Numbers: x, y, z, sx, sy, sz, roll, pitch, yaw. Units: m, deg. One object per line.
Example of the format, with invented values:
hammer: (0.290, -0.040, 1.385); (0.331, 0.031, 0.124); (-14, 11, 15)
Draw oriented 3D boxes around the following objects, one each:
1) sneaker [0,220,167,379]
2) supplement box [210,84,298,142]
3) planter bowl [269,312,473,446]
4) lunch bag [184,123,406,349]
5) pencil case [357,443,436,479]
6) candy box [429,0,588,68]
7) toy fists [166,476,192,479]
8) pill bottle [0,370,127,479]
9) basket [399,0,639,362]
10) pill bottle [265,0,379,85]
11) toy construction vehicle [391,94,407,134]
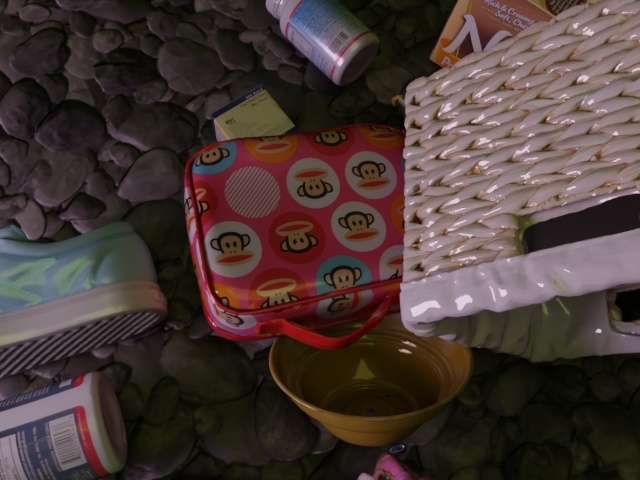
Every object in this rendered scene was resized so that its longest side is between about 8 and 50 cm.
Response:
sneaker: (-0.364, 0.067, 0.613); (0.366, 0.135, 0.150); (-12, 66, -20)
supplement box: (-0.087, -0.143, 0.744); (0.083, 0.056, 0.083); (-35, 79, -17)
planter bowl: (0.055, 0.159, 0.620); (0.217, 0.217, 0.090); (-6, 114, -9)
lunch bag: (0.000, 0.000, 0.649); (0.293, 0.120, 0.258); (-9, 62, -14)
pencil case: (-0.023, 0.367, 0.523); (0.386, 0.160, 0.167); (-34, 91, -14)
candy box: (0.322, -0.240, 0.759); (0.316, 0.183, 0.087); (37, 69, 6)
toy fists: (-0.220, 0.332, 0.524); (0.279, 0.142, 0.096); (-32, 78, -15)
pill bottle: (-0.302, 0.212, 0.573); (0.180, 0.108, 0.108); (-16, 74, -12)
basket: (0.285, -0.039, 0.553); (0.331, 0.328, 0.266); (21, 60, -47)
pill bottle: (0.000, -0.301, 0.792); (0.087, 0.087, 0.160); (-41, 81, -17)
toy construction vehicle: (0.157, -0.176, 0.796); (0.086, 0.035, 0.098); (-24, 76, -14)
